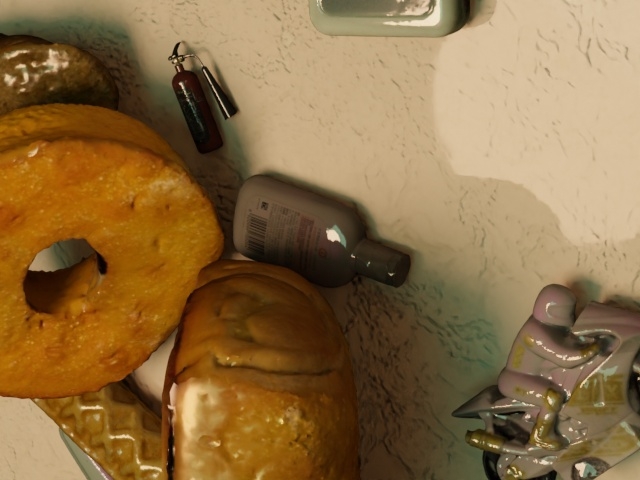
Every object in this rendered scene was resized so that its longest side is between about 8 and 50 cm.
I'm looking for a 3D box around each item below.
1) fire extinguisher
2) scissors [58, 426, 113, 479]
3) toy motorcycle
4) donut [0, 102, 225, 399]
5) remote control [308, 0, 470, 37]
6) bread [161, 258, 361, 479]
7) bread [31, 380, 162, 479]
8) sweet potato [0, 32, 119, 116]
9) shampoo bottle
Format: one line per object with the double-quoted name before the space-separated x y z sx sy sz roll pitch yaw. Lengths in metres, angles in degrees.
"fire extinguisher" -0.106 -0.130 1.225 0.046 0.032 0.100 -8 107 44
"scissors" -0.185 0.283 1.403 0.125 0.030 0.256 -38 87 34
"toy motorcycle" 0.199 0.112 1.090 0.225 0.073 0.152 -33 85 33
"donut" -0.237 0.006 1.225 0.303 0.303 0.110 -59 36 30
"remote control" 0.049 -0.306 1.061 0.140 0.056 0.296 6 109 28
"bread" -0.041 0.187 1.136 0.148 0.328 0.336 2 102 1
"bread" -0.241 0.154 1.368 0.367 0.084 0.077 42 89 16
"sweet potato" -0.353 -0.121 1.318 0.370 0.158 0.157 7 109 37
"shampoo bottle" 0.000 0.000 1.196 0.165 0.040 0.080 20 114 25
